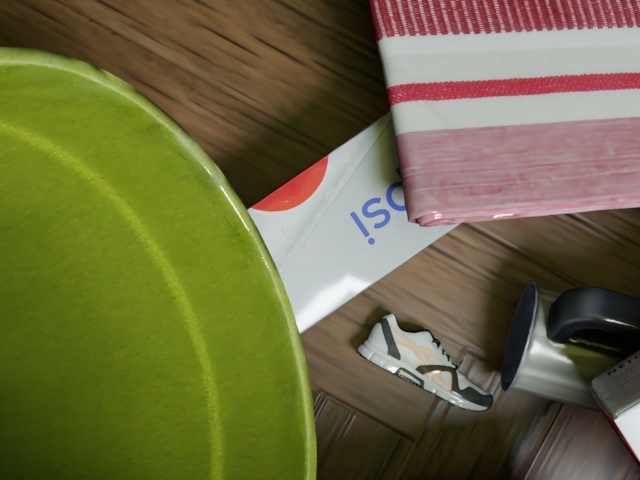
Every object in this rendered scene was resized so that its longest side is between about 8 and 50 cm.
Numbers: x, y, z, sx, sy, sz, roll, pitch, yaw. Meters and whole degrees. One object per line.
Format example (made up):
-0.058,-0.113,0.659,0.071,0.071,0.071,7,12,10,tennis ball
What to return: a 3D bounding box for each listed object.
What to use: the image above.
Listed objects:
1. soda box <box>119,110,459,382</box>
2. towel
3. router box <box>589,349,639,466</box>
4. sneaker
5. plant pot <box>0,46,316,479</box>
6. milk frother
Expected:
0.000,0.000,0.919,0.286,0.091,0.098,-34,88,-3,soda box
0.142,-0.175,0.900,0.237,0.037,0.329,-5,75,-19,towel
0.398,0.135,0.815,0.335,0.082,0.301,-33,98,6,router box
0.084,0.092,0.943,0.109,0.040,0.044,29,85,0,sneaker
-0.252,0.120,0.761,0.353,0.366,0.367,-20,88,32,plant pot
0.218,0.052,0.930,0.134,0.129,0.143,16,44,-1,milk frother
